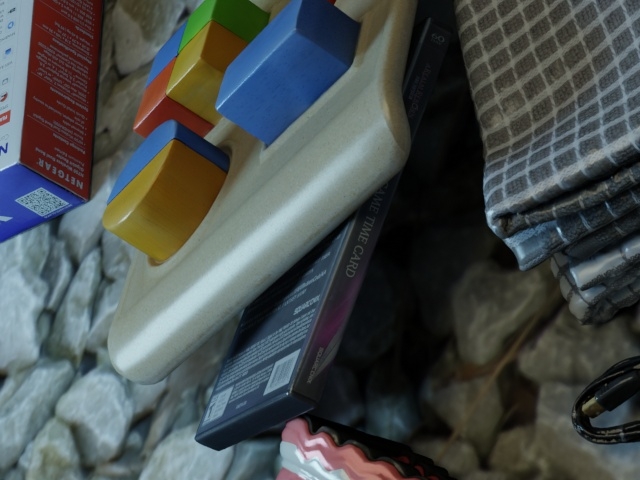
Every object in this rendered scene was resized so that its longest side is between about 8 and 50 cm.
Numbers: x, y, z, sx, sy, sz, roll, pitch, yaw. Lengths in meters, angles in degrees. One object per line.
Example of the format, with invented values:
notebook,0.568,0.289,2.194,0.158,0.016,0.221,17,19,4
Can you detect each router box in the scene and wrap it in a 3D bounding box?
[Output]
router box,-0.343,-0.121,1.764,0.335,0.082,0.301,-22,53,33

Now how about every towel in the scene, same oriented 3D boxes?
towel,0.211,-0.120,1.208,0.283,0.121,0.235,-33,46,25

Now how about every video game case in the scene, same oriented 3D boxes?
video game case,0.000,0.000,1.325,0.196,0.026,0.274,-34,32,65

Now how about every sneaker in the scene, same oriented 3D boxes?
sneaker,0.064,0.214,1.177,0.314,0.116,0.136,27,95,55

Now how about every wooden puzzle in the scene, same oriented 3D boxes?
wooden puzzle,-0.047,-0.113,1.380,0.322,0.080,0.348,-41,30,38

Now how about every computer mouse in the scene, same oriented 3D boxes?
computer mouse,0.237,0.038,1.137,0.242,0.041,0.071,-43,62,17
